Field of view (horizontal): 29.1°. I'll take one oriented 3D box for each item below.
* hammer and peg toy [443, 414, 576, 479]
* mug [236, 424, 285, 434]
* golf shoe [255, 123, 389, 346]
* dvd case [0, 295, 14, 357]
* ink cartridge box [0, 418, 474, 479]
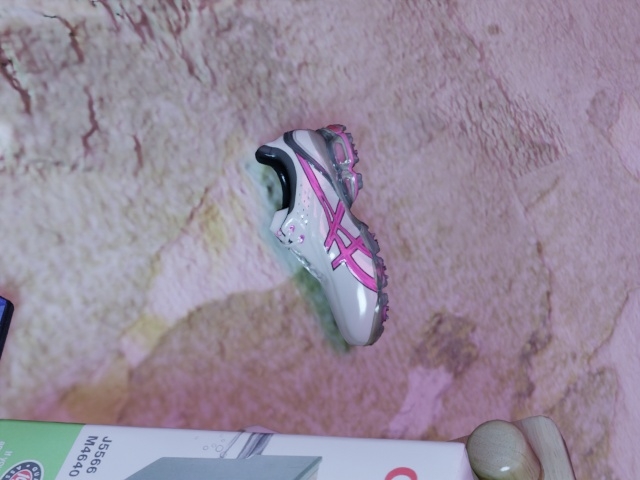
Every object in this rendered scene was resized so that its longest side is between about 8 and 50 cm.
[{"bbox_3d":[0.049,0.293,0.681,0.127,0.265,0.361,54,21,-52],"label":"hammer and peg toy"},{"bbox_3d":[-0.035,0.164,0.844,0.064,0.062,0.078,32,38,-21],"label":"mug"},{"bbox_3d":[0.000,0.000,1.002,0.085,0.067,0.186,-11,77,-19],"label":"golf shoe"},{"bbox_3d":[-0.268,0.099,0.650,0.180,0.022,0.253,34,44,-31],"label":"dvd case"},{"bbox_3d":[-0.066,0.198,0.595,0.198,0.272,0.115,-69,151,-47],"label":"ink cartridge box"}]
